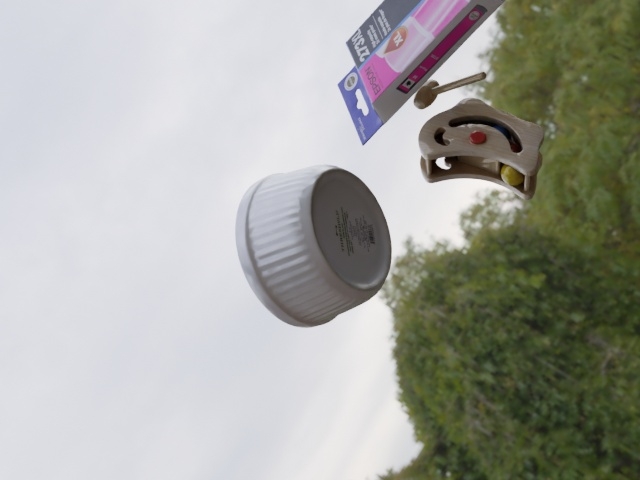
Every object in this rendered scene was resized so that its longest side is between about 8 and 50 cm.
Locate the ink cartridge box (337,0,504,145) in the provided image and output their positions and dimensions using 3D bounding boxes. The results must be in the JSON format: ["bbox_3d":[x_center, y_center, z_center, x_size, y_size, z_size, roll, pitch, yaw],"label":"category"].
[{"bbox_3d":[0.150,-0.351,1.701,0.069,0.175,0.371,17,-50,-37],"label":"ink cartridge box"}]

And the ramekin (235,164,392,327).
[{"bbox_3d":[0.000,0.000,1.254,0.109,0.207,0.207,-21,6,36],"label":"ramekin"}]

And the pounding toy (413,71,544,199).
[{"bbox_3d":[0.250,-0.180,1.662,0.154,0.270,0.154,-49,-29,-23],"label":"pounding toy"}]
